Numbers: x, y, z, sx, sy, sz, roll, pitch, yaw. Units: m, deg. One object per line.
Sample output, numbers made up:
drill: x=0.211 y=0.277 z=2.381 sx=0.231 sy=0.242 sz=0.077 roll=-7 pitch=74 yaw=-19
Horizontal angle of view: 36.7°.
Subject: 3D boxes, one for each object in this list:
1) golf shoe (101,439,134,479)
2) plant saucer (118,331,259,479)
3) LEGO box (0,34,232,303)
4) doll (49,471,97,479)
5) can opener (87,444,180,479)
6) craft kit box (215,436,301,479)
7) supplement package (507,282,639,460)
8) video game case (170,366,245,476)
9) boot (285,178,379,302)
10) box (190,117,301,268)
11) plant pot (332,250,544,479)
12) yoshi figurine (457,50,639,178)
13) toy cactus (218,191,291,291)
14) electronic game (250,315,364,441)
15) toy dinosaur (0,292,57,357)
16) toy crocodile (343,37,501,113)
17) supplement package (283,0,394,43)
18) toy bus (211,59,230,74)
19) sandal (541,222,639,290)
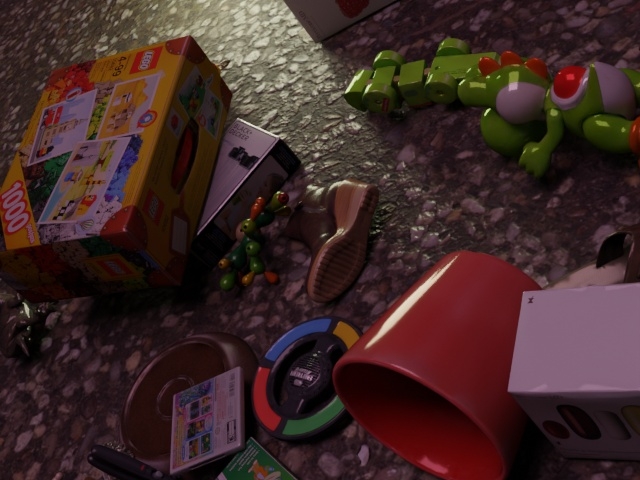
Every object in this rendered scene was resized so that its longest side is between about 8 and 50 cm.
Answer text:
golf shoe: x=-0.345 y=0.429 z=1.645 sx=0.086 sy=0.069 sz=0.176 roll=-53 pitch=49 yaw=31
plant saucer: x=-0.248 y=0.289 z=1.726 sx=0.311 sy=0.050 sz=0.310 roll=-21 pitch=46 yaw=24
LEGO box: x=-0.425 y=-0.141 z=1.958 sx=0.373 sy=0.193 sz=0.500 roll=-9 pitch=51 yaw=25
doll: x=-0.475 y=0.479 z=1.741 sx=0.189 sy=0.046 sz=0.129 roll=-26 pitch=52 yaw=27
can opener: x=-0.299 y=0.391 z=1.599 sx=0.059 sy=0.186 sz=0.073 roll=-55 pitch=4 yaw=28
craft kit box: x=-0.108 y=0.463 z=1.464 sx=0.250 sy=0.061 sz=0.247 roll=-51 pitch=44 yaw=-9
supplement package: x=0.372 y=0.171 z=1.220 sx=0.194 sy=0.203 sz=0.149 roll=-7 pitch=52 yaw=35
video game case: x=-0.189 y=0.301 z=1.615 sx=0.143 sy=0.019 sz=0.157 roll=-26 pitch=43 yaw=21
boot: x=0.000 y=0.000 z=1.774 sx=0.207 sy=0.090 sz=0.248 roll=1 pitch=60 yaw=55
box: x=-0.196 y=-0.102 z=1.987 sx=0.290 sy=0.087 sz=0.169 roll=-50 pitch=42 yaw=-8
plant pot: x=0.191 y=0.165 z=1.343 sx=0.275 sy=0.275 sz=0.243 roll=8 pitch=50 yaw=42
yoshi figurine: x=0.404 y=-0.199 z=1.577 sx=0.362 sy=0.204 sz=0.203 roll=16 pitch=107 yaw=30
toy cactus: x=-0.123 y=-0.004 z=1.844 sx=0.180 sy=0.112 sz=0.219 roll=-129 pitch=59 yaw=-72
electronic game: x=-0.018 y=0.226 z=1.597 sx=0.229 sy=0.048 sz=0.229 roll=-21 pitch=46 yaw=23
toy dinosaur: x=-0.655 y=0.188 z=2.104 sx=0.160 sy=0.121 sz=0.313 roll=-51 pitch=45 yaw=9
toy crocodile: x=0.194 y=-0.302 z=1.854 sx=0.341 sy=0.105 sz=0.115 roll=-4 pitch=53 yaw=30
supplement package: x=0.063 y=-0.610 z=2.148 sx=0.293 sy=0.177 sz=0.175 roll=-25 pitch=44 yaw=20
toy bus: x=-0.282 y=-0.332 z=2.236 sx=0.202 sy=0.191 sz=0.104 roll=-36 pitch=84 yaw=9
sandal: x=0.436 y=0.037 z=1.372 sx=0.303 sy=0.086 sz=0.120 roll=-33 pitch=42 yaw=11
